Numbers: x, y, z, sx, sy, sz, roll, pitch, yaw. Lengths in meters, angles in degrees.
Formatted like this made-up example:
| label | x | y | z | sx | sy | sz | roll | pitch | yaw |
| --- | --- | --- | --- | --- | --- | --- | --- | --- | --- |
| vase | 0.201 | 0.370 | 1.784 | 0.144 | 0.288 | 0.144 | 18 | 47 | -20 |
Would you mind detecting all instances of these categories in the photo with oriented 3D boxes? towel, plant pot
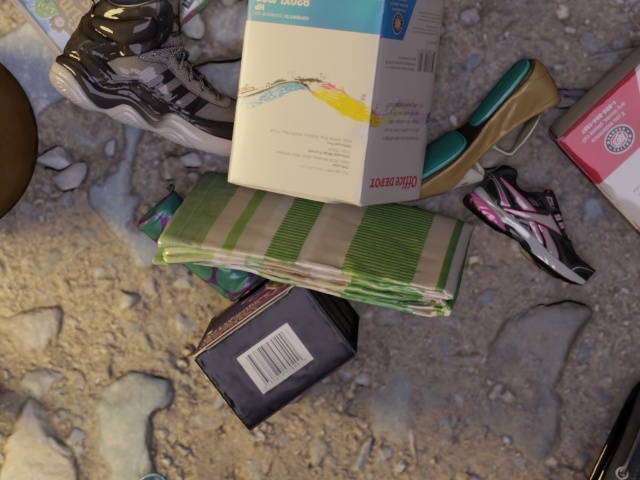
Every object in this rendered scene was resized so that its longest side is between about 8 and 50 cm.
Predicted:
| label | x | y | z | sx | sy | sz | roll | pitch | yaw |
| --- | --- | --- | --- | --- | --- | --- | --- | --- | --- |
| towel | 0.000 | 0.000 | 1.858 | 0.325 | 0.248 | 0.038 | 10 | 113 | 7 |
| plant pot | -0.458 | -0.100 | 1.869 | 0.237 | 0.254 | 0.237 | 0 | 99 | 3 |

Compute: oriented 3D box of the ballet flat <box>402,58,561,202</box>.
| label | x | y | z | sx | sy | sz | roll | pitch | yaw |
| --- | --- | --- | --- | --- | --- | --- | --- | --- | --- |
| ballet flat | 0.184 | -0.109 | 1.939 | 0.232 | 0.080 | 0.073 | -43 | 112 | 9 |

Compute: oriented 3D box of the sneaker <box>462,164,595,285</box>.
| label | x | y | z | sx | sy | sz | roll | pitch | yaw |
| --- | --- | --- | --- | --- | --- | --- | --- | --- | --- |
| sneaker | 0.257 | -0.019 | 1.955 | 0.178 | 0.072 | 0.077 | 40 | 88 | -10 |

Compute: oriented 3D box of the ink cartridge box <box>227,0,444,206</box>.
| label | x | y | z | sx | sy | sz | roll | pitch | yaw |
| --- | --- | --- | --- | --- | --- | --- | --- | --- | --- |
| ink cartridge box | 0.018 | -0.164 | 1.857 | 0.168 | 0.171 | 0.233 | 10 | 97 | 25 |

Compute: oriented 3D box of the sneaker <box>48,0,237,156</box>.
| label | x | y | z | sx | sy | sz | roll | pitch | yaw |
| --- | --- | --- | --- | --- | --- | --- | --- | --- | --- |
| sneaker | -0.161 | -0.198 | 1.901 | 0.268 | 0.101 | 0.153 | 19 | 108 | -9 |

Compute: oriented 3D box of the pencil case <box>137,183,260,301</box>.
| label | x | y | z | sx | sy | sz | roll | pitch | yaw |
| --- | --- | --- | --- | --- | --- | --- | --- | --- | --- |
| pencil case | -0.138 | 0.006 | 1.970 | 0.151 | 0.070 | 0.064 | 40 | 124 | -5 |

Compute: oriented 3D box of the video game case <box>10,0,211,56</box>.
| label | x | y | z | sx | sy | sz | roll | pitch | yaw |
| --- | --- | --- | --- | --- | --- | --- | --- | --- | --- |
| video game case | -0.258 | -0.306 | 1.944 | 0.193 | 0.023 | 0.212 | -39 | 96 | 7 |

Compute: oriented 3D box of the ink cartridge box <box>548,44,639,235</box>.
| label | x | y | z | sx | sy | sz | roll | pitch | yaw |
| --- | --- | --- | --- | --- | --- | --- | --- | --- | --- |
| ink cartridge box | 0.442 | -0.084 | 1.906 | 0.226 | 0.131 | 0.306 | -42 | 97 | 7 |

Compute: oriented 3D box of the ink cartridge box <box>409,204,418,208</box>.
| label | x | y | z | sx | sy | sz | roll | pitch | yaw |
| --- | --- | --- | --- | --- | --- | --- | --- | --- | --- |
| ink cartridge box | 0.064 | -0.001 | 1.981 | 0.115 | 0.029 | 0.063 | -9 | 98 | 3 |

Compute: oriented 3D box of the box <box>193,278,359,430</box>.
| label | x | y | z | sx | sy | sz | roll | pitch | yaw |
| --- | --- | --- | --- | --- | --- | --- | --- | --- | --- |
| box | -0.046 | 0.109 | 1.913 | 0.153 | 0.207 | 0.108 | -36 | 97 | 6 |

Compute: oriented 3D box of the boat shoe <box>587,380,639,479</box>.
| label | x | y | z | sx | sy | sz | roll | pitch | yaw |
| --- | --- | --- | --- | --- | --- | --- | --- | --- | --- |
| boat shoe | 0.293 | 0.376 | 1.965 | 0.156 | 0.187 | 0.500 | 37 | 93 | 1 |

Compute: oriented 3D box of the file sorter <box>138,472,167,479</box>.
| label | x | y | z | sx | sy | sz | roll | pitch | yaw |
| --- | --- | --- | --- | --- | --- | --- | --- | --- | --- |
| file sorter | -0.218 | 0.357 | 1.979 | 0.118 | 0.170 | 0.104 | -33 | 93 | 7 |
